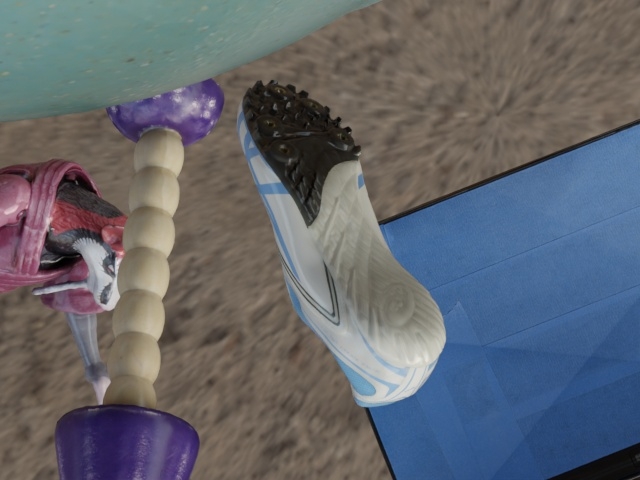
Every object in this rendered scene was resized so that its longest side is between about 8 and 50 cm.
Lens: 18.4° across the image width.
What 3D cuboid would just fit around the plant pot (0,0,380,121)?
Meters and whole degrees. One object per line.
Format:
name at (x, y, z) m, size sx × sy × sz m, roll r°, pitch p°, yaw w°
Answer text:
plant pot at (-0.099, -0.139, 0.369) m, size 0.293 × 0.196 × 0.293 m, roll 20°, pitch 129°, yaw 26°

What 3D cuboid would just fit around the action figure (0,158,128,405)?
action figure at (-0.282, -0.003, 1.624) m, size 0.370 × 0.248 × 0.275 m, roll -10°, pitch 64°, yaw 23°

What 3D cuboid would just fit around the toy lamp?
toy lamp at (-0.097, 0.036, 1.072) m, size 0.080 × 0.080 × 0.274 m, roll 1°, pitch 65°, yaw 5°

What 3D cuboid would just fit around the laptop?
laptop at (0.242, 0.134, 1.471) m, size 0.382 × 0.408 × 0.236 m, roll -22°, pitch 124°, yaw -2°

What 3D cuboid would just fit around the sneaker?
sneaker at (0.000, 0.000, 1.261) m, size 0.086 × 0.085 × 0.237 m, roll -51°, pitch 55°, yaw 42°
